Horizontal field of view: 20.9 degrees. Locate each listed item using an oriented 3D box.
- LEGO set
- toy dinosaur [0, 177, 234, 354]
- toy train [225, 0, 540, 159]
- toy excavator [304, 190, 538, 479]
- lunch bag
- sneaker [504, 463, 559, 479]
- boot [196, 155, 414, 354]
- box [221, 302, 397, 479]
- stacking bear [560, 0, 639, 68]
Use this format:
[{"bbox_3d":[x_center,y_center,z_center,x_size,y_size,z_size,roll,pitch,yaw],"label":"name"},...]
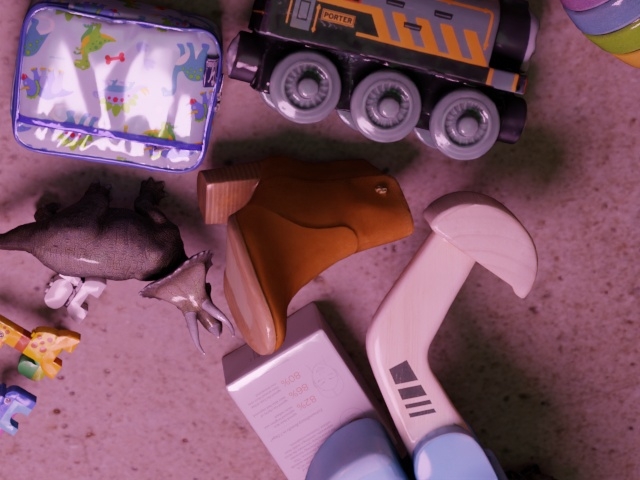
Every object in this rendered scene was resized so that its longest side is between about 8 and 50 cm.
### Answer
[{"bbox_3d":[-0.338,0.123,1.922,0.093,0.087,0.227,33,102,-16],"label":"LEGO set"},{"bbox_3d":[-0.232,-0.002,1.851,0.313,0.160,0.121,19,106,-13],"label":"toy dinosaur"},{"bbox_3d":[0.072,-0.202,1.833,0.333,0.142,0.190,12,98,-11],"label":"toy train"},{"bbox_3d":[0.102,0.226,1.860,0.432,0.222,0.445,-29,103,3],"label":"toy excavator"},{"bbox_3d":[-0.215,-0.164,1.835,0.218,0.090,0.176,10,111,-9],"label":"lunch bag"},{"bbox_3d":[0.201,0.296,2.046,0.227,0.087,0.130,38,100,-20],"label":"sneaker"},{"bbox_3d":[0.000,0.000,1.799,0.211,0.295,0.104,-5,128,-14],"label":"boot"},{"bbox_3d":[-0.014,0.183,1.976,0.130,0.091,0.170,-31,109,4],"label":"box"},{"bbox_3d":[0.354,-0.249,1.832,0.289,0.164,0.175,39,82,-26],"label":"stacking bear"}]
